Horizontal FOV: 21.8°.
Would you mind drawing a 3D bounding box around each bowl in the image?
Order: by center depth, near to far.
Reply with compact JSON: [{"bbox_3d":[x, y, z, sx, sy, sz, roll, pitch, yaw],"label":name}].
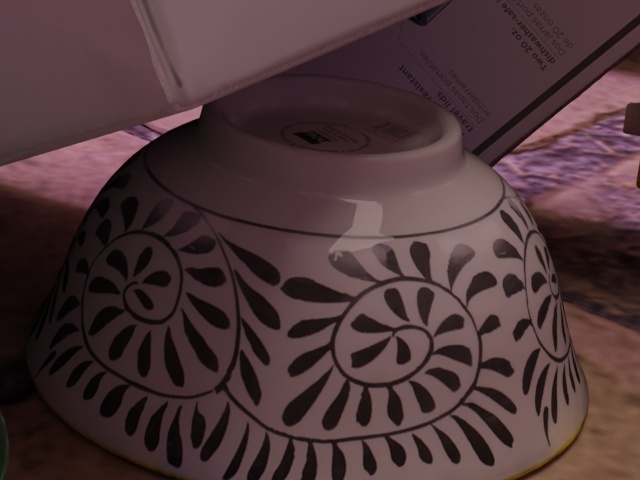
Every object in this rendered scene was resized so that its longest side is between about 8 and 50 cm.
[{"bbox_3d":[0.000,0.000,0.486,0.170,0.080,0.170,5,23,-2],"label":"bowl"}]

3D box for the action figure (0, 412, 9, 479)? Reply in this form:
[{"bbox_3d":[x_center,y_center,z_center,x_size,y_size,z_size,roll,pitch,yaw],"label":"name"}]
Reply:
[{"bbox_3d":[-0.155,0.025,0.369,0.232,0.137,0.063,14,35,41],"label":"action figure"}]

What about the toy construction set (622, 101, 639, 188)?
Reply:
[{"bbox_3d":[0.296,-0.051,0.616,0.327,0.151,0.215,-13,16,-34],"label":"toy construction set"}]

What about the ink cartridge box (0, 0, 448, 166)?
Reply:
[{"bbox_3d":[-0.119,-0.118,0.464,0.270,0.197,0.198,-13,11,32],"label":"ink cartridge box"}]

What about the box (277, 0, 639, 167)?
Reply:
[{"bbox_3d":[0.075,-0.149,0.546,0.169,0.290,0.087,48,28,-3],"label":"box"}]
